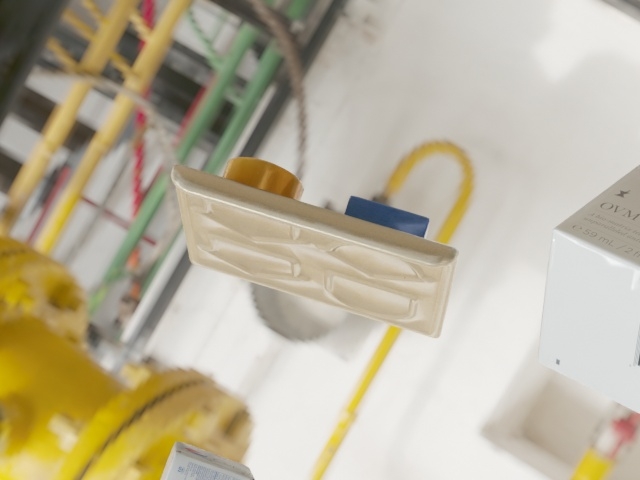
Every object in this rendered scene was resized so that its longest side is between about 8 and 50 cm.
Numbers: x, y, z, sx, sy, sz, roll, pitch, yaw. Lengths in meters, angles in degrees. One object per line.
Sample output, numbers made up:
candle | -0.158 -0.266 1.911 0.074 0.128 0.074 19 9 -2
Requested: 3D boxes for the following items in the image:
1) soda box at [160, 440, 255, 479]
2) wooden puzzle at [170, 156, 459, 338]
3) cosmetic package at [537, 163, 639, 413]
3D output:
soda box | -0.121 0.273 1.368 0.069 0.216 0.074 21 178 -5
wooden puzzle | 0.000 0.000 1.985 0.322 0.080 0.348 17 165 6
cosmetic package | 0.329 0.037 1.357 0.224 0.138 0.225 26 -139 31
